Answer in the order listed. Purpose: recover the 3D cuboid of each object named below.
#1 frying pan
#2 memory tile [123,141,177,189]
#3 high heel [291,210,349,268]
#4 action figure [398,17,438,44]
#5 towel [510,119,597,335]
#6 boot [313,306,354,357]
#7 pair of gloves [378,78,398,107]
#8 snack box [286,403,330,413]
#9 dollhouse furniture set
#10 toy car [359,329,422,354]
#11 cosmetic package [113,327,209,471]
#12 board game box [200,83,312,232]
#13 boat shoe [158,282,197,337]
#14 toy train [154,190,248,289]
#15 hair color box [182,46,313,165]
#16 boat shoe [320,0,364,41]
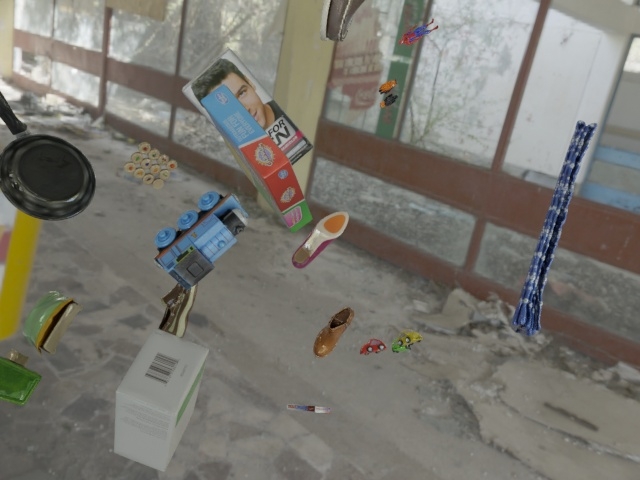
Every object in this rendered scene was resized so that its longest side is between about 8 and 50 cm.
[{"bbox_3d":[-0.621,-0.176,1.190,0.326,0.197,0.053,45,13,-25],"label":"frying pan"},{"bbox_3d":[-0.520,-0.227,1.753,0.012,0.113,0.148,45,7,40],"label":"memory tile"},{"bbox_3d":[0.000,0.000,1.906,0.082,0.244,0.117,40,-12,4],"label":"high heel"},{"bbox_3d":[0.263,-0.564,1.552,0.115,0.038,0.030,-30,-4,-1],"label":"action figure"},{"bbox_3d":[0.380,-0.003,0.942,0.040,0.335,0.243,18,-4,19],"label":"towel"},{"bbox_3d":[0.038,0.294,1.853,0.073,0.197,0.152,33,-8,8],"label":"boot"},{"bbox_3d":[0.220,-0.477,1.857,0.074,0.083,0.010,-18,-19,41],"label":"pair of gloves"},{"bbox_3d":[-0.041,0.568,1.932,0.064,0.022,0.178,16,-20,-31],"label":"snack box"},{"bbox_3d":[-0.801,0.251,1.510,0.198,0.301,0.151,10,-24,43],"label":"dollhouse furniture set"},{"bbox_3d":[0.281,0.383,2.131,0.239,0.053,0.225,-18,-21,19],"label":"toy car"},{"bbox_3d":[-0.410,0.412,1.450,0.155,0.365,0.196,21,47,0],"label":"cosmetic package"},{"bbox_3d":[-0.134,-0.173,1.292,0.242,0.064,0.316,51,-6,20],"label":"board game box"},{"bbox_3d":[-0.458,0.194,1.815,0.095,0.257,0.095,10,14,-25],"label":"boat shoe"},{"bbox_3d":[-0.203,-0.005,0.987,0.105,0.184,0.080,42,-11,40],"label":"toy train"},{"bbox_3d":[-0.213,-0.367,1.707,0.374,0.185,0.113,47,6,-24],"label":"hair color box"},{"bbox_3d":[0.088,-0.524,1.070,0.097,0.324,0.116,20,6,1],"label":"boat shoe"}]
